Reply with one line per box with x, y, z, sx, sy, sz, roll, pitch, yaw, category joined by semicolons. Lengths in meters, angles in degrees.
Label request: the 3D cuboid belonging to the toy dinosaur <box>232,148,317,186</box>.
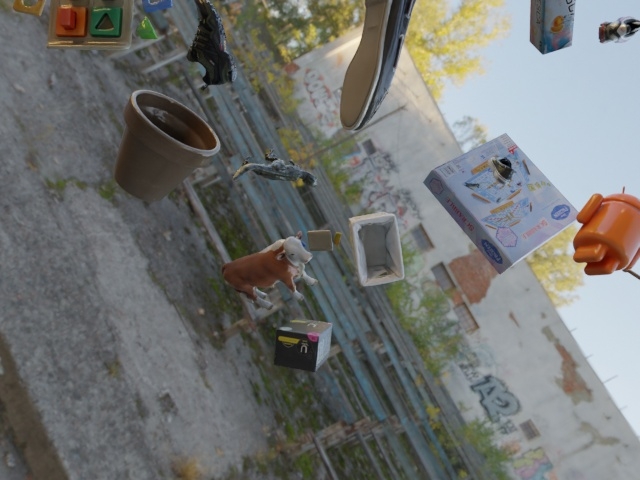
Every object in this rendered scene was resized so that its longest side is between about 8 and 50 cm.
-0.122;-0.174;1.325;0.118;0.268;0.064;38;-62;39;toy dinosaur

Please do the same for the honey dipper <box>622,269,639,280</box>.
0.755;0.103;1.256;0.161;0.030;0.031;51;-10;51;honey dipper

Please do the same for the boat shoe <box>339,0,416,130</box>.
0.125;-0.375;1.077;0.112;0.095;0.336;27;-73;54;boat shoe

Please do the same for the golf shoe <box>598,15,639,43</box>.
0.833;-0.571;1.492;0.086;0.186;0.068;13;-59;47;golf shoe

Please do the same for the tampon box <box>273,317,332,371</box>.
-0.045;0.284;1.517;0.161;0.120;0.102;-12;107;-76;tampon box

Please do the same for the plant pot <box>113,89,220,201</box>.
-0.439;-0.236;1.479;0.263;0.229;0.263;33;24;-17;plant pot

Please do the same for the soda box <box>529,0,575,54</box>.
0.411;-0.430;0.972;0.063;0.058;0.183;-103;174;-45;soda box

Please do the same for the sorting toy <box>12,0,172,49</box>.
-0.492;-0.499;1.164;0.047;0.347;0.196;75;16;-80;sorting toy

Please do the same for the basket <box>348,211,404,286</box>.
0.135;0.015;1.369;0.103;0.113;0.167;-108;-171;-76;basket

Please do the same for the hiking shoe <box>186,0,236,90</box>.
-0.295;-0.502;1.392;0.086;0.114;0.227;-88;161;-80;hiking shoe

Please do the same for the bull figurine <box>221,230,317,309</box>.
-0.125;0.086;1.498;0.188;0.310;0.101;57;37;-27;bull figurine

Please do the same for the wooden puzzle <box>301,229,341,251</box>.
0.000;0.000;1.549;0.014;0.116;0.079;-86;178;-48;wooden puzzle

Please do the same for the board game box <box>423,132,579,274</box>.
0.491;-0.111;1.480;0.318;0.318;0.066;54;-30;16;board game box

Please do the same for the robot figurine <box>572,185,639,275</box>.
0.661;-0.020;1.245;0.158;0.219;0.128;32;-22;25;robot figurine

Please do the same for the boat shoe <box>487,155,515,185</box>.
0.414;-0.166;1.244;0.049;0.040;0.142;30;27;-6;boat shoe
